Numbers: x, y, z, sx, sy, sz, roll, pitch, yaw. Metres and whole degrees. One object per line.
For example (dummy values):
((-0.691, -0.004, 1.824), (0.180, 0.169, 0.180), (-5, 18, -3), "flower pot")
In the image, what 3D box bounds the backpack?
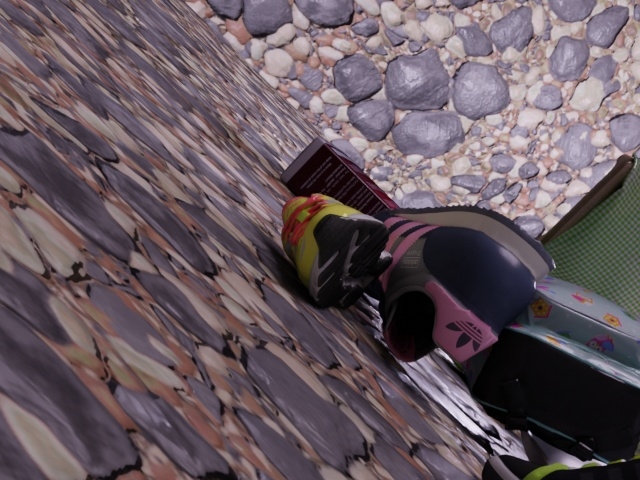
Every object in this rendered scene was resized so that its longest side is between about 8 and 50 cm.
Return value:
((0.217, 0.111, 1.254), (0.166, 0.144, 0.188), (22, 0, -4), "backpack")

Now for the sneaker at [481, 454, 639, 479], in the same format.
((0.230, 0.189, 0.977), (0.235, 0.097, 0.084), (20, -15, 35), "sneaker")

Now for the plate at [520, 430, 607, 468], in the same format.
((0.305, 0.271, 1.180), (0.277, 0.045, 0.278), (27, 8, -6), "plate")

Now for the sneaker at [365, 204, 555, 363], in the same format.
((0.081, 0.047, 1.247), (0.112, 0.131, 0.319), (40, -16, -12), "sneaker")

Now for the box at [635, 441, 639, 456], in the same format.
((0.411, 0.193, 1.404), (0.213, 0.243, 0.117), (14, 17, -30), "box")

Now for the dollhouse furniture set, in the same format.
((0.312, 0.089, 1.472), (0.197, 0.301, 0.151), (43, 3, -33), "dollhouse furniture set")

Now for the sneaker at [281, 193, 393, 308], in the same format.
((0.000, 0.000, 1.124), (0.094, 0.081, 0.208), (45, -5, 10), "sneaker")

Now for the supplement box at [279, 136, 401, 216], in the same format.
((0.070, -0.013, 1.648), (0.239, 0.073, 0.130), (45, 7, 14), "supplement box")
